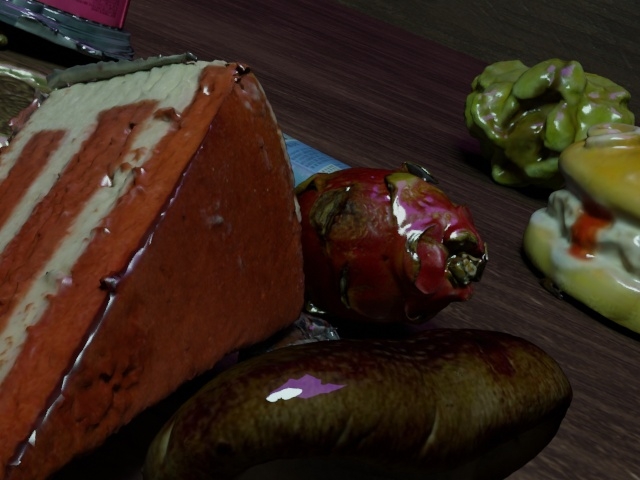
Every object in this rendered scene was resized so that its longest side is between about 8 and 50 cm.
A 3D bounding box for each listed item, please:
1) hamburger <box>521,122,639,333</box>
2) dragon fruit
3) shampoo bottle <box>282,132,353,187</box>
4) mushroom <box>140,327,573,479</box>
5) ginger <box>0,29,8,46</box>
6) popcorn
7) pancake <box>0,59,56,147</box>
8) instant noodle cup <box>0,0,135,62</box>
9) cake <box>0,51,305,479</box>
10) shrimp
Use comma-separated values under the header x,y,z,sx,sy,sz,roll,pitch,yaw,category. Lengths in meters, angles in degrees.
x,y,z,sx,sy,sz,roll,pitch,yaw,category
0.366,-0.008,0.954,0.261,0.186,0.302,17,23,-8,hamburger
0.000,0.000,0.696,0.246,0.125,0.125,2,-10,3,dragon fruit
0.026,-0.034,0.864,0.258,0.061,0.104,28,21,19,shampoo bottle
0.054,0.148,0.383,0.227,0.148,0.217,-6,51,-34,mushroom
-0.391,-0.245,1.046,0.097,0.030,0.048,41,8,37,ginger
0.325,-0.158,1.307,0.256,0.195,0.255,35,15,31,popcorn
-0.288,-0.123,0.834,0.235,0.029,0.212,33,23,31,pancake
-0.319,-0.349,1.112,0.302,0.181,0.258,27,12,17,instant noodle cup
-0.118,0.046,0.481,0.158,0.159,0.262,0,46,25,cake
-0.017,0.084,0.534,0.065,0.056,0.165,23,22,-11,shrimp
